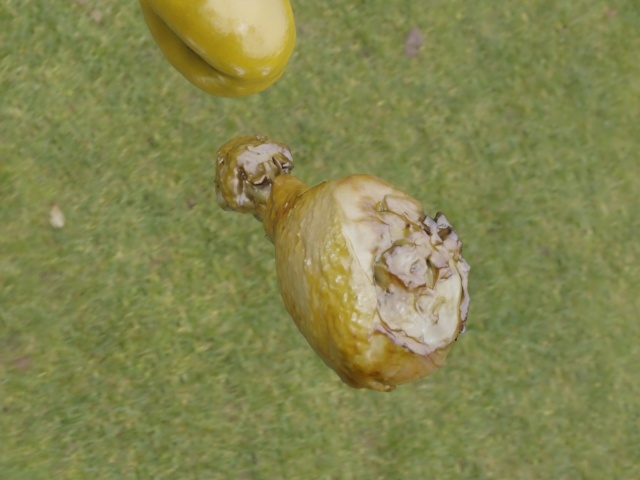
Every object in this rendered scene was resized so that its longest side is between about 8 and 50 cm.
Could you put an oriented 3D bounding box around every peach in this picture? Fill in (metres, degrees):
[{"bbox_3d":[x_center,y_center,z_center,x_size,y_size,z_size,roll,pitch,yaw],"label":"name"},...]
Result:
[{"bbox_3d":[-0.100,-0.210,1.264,0.103,0.179,0.179,-40,101,-15],"label":"peach"}]

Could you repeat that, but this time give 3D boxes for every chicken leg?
[{"bbox_3d":[-0.002,-0.001,0.795,0.087,0.251,0.107,10,107,-32],"label":"chicken leg"}]
